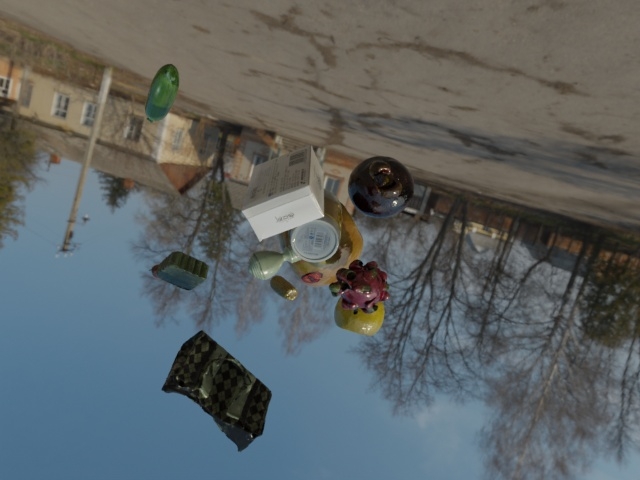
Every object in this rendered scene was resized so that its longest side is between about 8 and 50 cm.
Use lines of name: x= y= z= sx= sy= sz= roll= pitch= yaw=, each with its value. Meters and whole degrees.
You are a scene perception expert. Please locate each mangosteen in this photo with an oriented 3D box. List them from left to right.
mangosteen: x=0.271 y=-0.251 z=2.035 sx=0.298 sy=0.293 sz=0.297 roll=-5 pitch=-133 yaw=5

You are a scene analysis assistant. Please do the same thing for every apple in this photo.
apple: x=0.000 y=0.000 z=2.027 sx=0.347 sy=0.391 sz=0.391 roll=-27 pitch=-170 yaw=1

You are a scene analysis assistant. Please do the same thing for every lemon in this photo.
lemon: x=0.191 y=0.331 z=2.174 sx=0.241 sy=0.219 sz=0.240 roll=16 pitch=178 yaw=0

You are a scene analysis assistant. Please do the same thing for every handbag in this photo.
handbag: x=-0.398 y=0.584 z=1.760 sx=0.416 sy=0.180 sz=0.316 roll=45 pitch=-167 yaw=-10

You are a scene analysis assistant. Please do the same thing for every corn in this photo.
corn: x=-0.214 y=0.275 z=2.621 sx=0.102 sy=0.101 sz=0.310 roll=12 pitch=-174 yaw=-28

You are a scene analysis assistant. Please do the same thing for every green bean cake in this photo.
green bean cake: x=-0.608 y=0.135 z=1.993 sx=0.184 sy=0.094 sz=0.185 roll=28 pitch=139 yaw=-29

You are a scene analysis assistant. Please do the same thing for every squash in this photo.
squash: x=-0.668 y=-0.597 z=1.897 sx=0.107 sy=0.107 sz=0.395 roll=12 pitch=159 yaw=-28

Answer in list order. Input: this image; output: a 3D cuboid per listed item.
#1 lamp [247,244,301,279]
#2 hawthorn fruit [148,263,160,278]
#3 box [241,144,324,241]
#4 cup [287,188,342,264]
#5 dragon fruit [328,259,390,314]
lamp: x=-0.165 y=0.070 z=1.598 sx=0.193 sy=0.106 sz=0.106 roll=-22 pitch=-158 yaw=-16
hawthorn fruit: x=-0.791 y=0.153 z=2.229 sx=0.093 sy=0.080 sz=0.081 roll=11 pitch=-170 yaw=-40
box: x=-0.100 y=-0.147 z=1.327 sx=0.203 sy=0.116 sz=0.274 roll=-19 pitch=-147 yaw=12
cup: x=-0.012 y=-0.023 z=1.434 sx=0.186 sy=0.241 sz=0.226 roll=-13 pitch=-154 yaw=5
dragon fruit: x=0.142 y=0.167 z=1.747 sx=0.273 sy=0.218 sz=0.198 roll=35 pitch=-162 yaw=-31
